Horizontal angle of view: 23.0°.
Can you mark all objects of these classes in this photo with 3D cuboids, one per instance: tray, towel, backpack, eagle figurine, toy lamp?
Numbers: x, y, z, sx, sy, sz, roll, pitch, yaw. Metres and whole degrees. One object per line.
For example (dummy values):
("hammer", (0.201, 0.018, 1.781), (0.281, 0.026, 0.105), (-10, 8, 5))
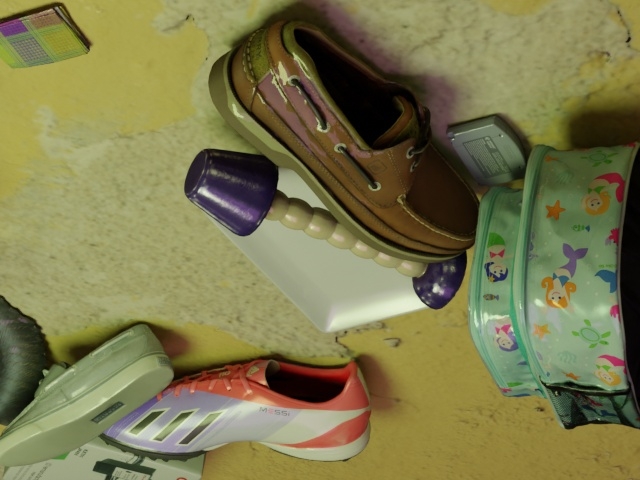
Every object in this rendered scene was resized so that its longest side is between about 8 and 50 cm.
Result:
("tray", (0.000, 0.000, 1.560), (0.145, 0.030, 0.270), (-15, 140, 26))
("towel", (-0.247, -0.175, 1.368), (0.083, 0.009, 0.060), (-11, 142, 22))
("backpack", (0.234, 0.033, 1.403), (0.191, 0.225, 0.253), (3, 154, 18))
("eagle figurine", (-0.446, 0.117, 1.685), (0.226, 0.225, 0.298), (46, 179, 10))
("toy lamp", (0.005, -0.014, 1.450), (0.274, 0.080, 0.080), (20, 142, -23))

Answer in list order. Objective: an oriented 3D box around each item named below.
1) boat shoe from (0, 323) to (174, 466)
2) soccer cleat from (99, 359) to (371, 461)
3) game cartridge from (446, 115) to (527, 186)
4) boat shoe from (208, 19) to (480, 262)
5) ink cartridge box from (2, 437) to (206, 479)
("boat shoe", (-0.268, 0.170, 1.742), (0.227, 0.081, 0.079), (-31, 150, 9))
("soccer cleat", (-0.101, 0.179, 1.771), (0.318, 0.109, 0.116), (2, 128, 4))
("game cartridge", (0.156, -0.082, 1.440), (0.056, 0.017, 0.083), (-10, 141, 26))
("boat shoe", (0.048, -0.080, 1.375), (0.307, 0.111, 0.104), (31, 138, -31))
("ink cartridge box", (-0.255, 0.248, 1.883), (0.208, 0.087, 0.153), (18, 142, -18))
